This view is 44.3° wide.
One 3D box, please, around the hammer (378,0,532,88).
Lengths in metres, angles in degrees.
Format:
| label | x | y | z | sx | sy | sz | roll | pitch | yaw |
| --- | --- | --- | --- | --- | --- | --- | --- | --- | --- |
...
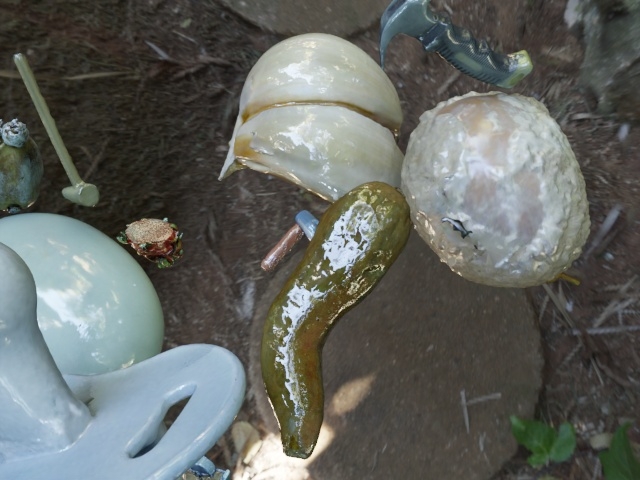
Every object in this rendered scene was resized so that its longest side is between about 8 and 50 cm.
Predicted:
| label | x | y | z | sx | sy | sz | roll | pitch | yaw |
| --- | --- | --- | --- | --- | --- | --- | --- | --- | --- |
| hammer | 0.185 | -0.267 | 1.067 | 0.159 | 0.226 | 0.041 | -40 | 42 | 41 |

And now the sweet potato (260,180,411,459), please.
| label | x | y | z | sx | sy | sz | roll | pitch | yaw |
| --- | --- | --- | --- | --- | --- | --- | --- | --- | --- |
| sweet potato | 0.002 | 0.053 | 0.627 | 0.081 | 0.062 | 0.233 | 16 | 75 | 35 |

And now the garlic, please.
| label | x | y | z | sx | sy | sz | roll | pitch | yaw |
| --- | --- | --- | --- | --- | --- | --- | --- | --- | --- |
| garlic | 0.005 | -0.177 | 1.282 | 0.313 | 0.286 | 0.249 | 12 | 140 | 6 |

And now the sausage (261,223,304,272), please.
| label | x | y | z | sx | sy | sz | roll | pitch | yaw |
| --- | --- | --- | --- | --- | --- | --- | --- | --- | --- |
| sausage | -0.078 | 0.009 | 1.803 | 0.036 | 0.042 | 0.158 | 46 | 72 | -16 |

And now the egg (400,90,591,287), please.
| label | x | y | z | sx | sy | sz | roll | pitch | yaw |
| --- | --- | --- | --- | --- | --- | --- | --- | --- | --- |
| egg | 0.253 | -0.075 | 1.160 | 0.279 | 0.279 | 0.310 | -27 | 82 | 13 |

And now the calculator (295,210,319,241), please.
| label | x | y | z | sx | sy | sz | roll | pitch | yaw |
| --- | --- | --- | --- | --- | --- | --- | --- | --- | --- |
| calculator | 0.000 | 0.000 | 1.590 | 0.039 | 0.210 | 0.121 | -35 | 103 | -1 |

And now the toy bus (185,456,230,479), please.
| label | x | y | z | sx | sy | sz | roll | pitch | yaw |
| --- | --- | --- | --- | --- | --- | --- | --- | --- | --- |
| toy bus | -0.359 | 0.571 | 1.763 | 0.312 | 0.152 | 0.190 | 13 | 131 | 18 |

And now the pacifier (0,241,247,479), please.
| label | x | y | z | sx | sy | sz | roll | pitch | yaw |
| --- | --- | --- | --- | --- | --- | --- | --- | --- | --- |
| pacifier | -0.209 | 0.109 | 0.528 | 0.299 | 0.244 | 0.233 | -17 | 103 | 21 |

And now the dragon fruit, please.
| label | x | y | z | sx | sy | sz | roll | pitch | yaw |
| --- | --- | --- | --- | --- | --- | --- | --- | --- | --- |
| dragon fruit | -0.422 | 0.008 | 2.035 | 0.142 | 0.138 | 0.175 | -13 | 130 | 21 |

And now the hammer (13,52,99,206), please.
| label | x | y | z | sx | sy | sz | roll | pitch | yaw |
| --- | --- | --- | --- | --- | --- | --- | --- | --- | --- |
| hammer | -0.317 | -0.128 | 0.921 | 0.060 | 0.028 | 0.195 | 15 | 132 | 40 |

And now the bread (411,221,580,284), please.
| label | x | y | z | sx | sy | sz | roll | pitch | yaw |
| --- | --- | --- | --- | --- | --- | --- | --- | --- | --- |
| bread | 0.318 | -0.001 | 1.391 | 0.344 | 0.124 | 0.084 | 24 | 130 | -10 |

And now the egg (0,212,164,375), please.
| label | x | y | z | sx | sy | sz | roll | pitch | yaw |
| --- | --- | --- | --- | --- | --- | --- | --- | --- | --- |
| egg | -0.338 | 0.086 | 0.997 | 0.371 | 0.230 | 0.230 | 18 | 101 | 44 |

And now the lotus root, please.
| label | x | y | z | sx | sy | sz | roll | pitch | yaw |
| --- | --- | --- | --- | --- | --- | --- | --- | --- | --- |
| lotus root | -0.402 | -0.098 | 1.012 | 0.088 | 0.088 | 0.165 | 30 | 144 | 7 |
